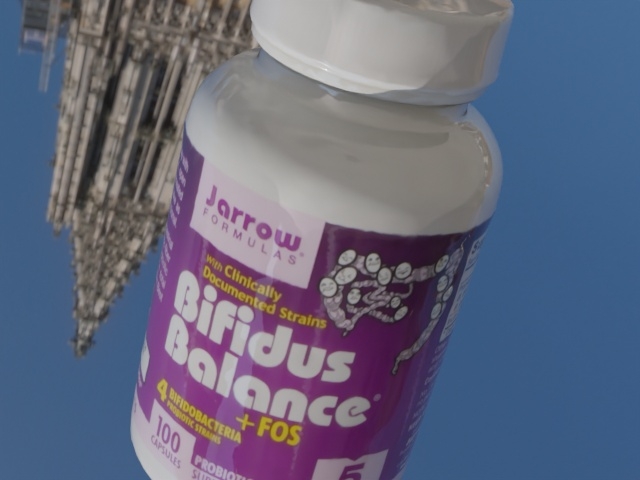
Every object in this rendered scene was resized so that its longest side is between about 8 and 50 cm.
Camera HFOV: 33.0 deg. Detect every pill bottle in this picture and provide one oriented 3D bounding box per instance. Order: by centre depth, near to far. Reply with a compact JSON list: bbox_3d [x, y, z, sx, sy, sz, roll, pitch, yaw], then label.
[{"bbox_3d":[0.000,0.000,0.587,0.169,0.301,0.169,11,-153,-6],"label":"pill bottle"}]
